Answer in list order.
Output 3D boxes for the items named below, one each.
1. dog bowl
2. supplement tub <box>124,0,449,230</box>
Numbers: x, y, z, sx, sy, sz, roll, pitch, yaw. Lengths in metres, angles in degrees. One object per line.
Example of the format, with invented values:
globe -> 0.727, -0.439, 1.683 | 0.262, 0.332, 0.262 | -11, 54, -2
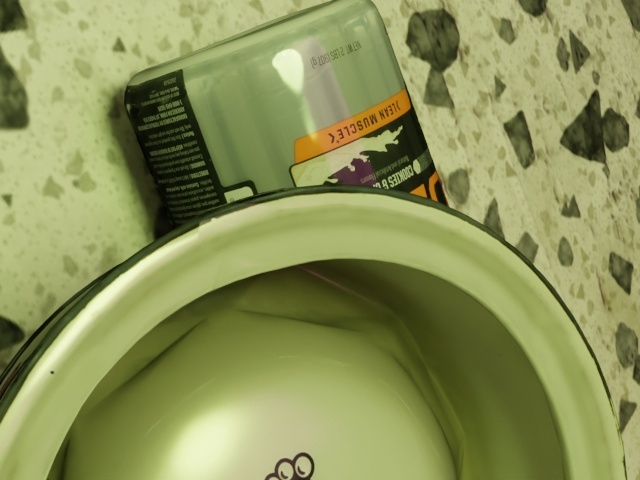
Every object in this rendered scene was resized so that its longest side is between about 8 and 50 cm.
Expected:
dog bowl -> -0.026, 0.173, 0.727 | 0.407, 0.150, 0.408 | -1, 92, -29
supplement tub -> 0.000, 0.000, 0.933 | 0.193, 0.193, 0.316 | -33, 107, -46
